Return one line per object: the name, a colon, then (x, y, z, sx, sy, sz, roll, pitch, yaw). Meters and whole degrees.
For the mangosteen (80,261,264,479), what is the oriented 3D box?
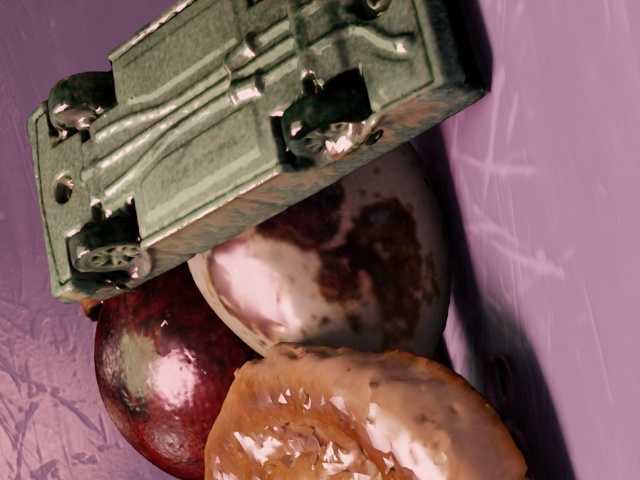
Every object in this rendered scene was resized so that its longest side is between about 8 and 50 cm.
mangosteen: (-0.081, 0.074, 1.345, 0.300, 0.300, 0.300, 169, 90, -86)

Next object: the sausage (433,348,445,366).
sausage: (0.066, 0.140, 1.097, 0.103, 0.076, 0.302, 71, -175, -54)

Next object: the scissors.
scissors: (0.103, 0.127, 0.899, 0.176, 0.022, 0.085, 96, 162, -68)

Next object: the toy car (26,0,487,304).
toy car: (-0.046, -0.071, 0.853, 0.097, 0.321, 0.141, 10, -119, -47)

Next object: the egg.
egg: (0.000, 0.000, 0.975, 0.231, 0.169, 0.169, 60, 167, 28)

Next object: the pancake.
pancake: (0.034, 0.214, 0.859, 0.356, 0.065, 0.356, 26, 125, 46)
